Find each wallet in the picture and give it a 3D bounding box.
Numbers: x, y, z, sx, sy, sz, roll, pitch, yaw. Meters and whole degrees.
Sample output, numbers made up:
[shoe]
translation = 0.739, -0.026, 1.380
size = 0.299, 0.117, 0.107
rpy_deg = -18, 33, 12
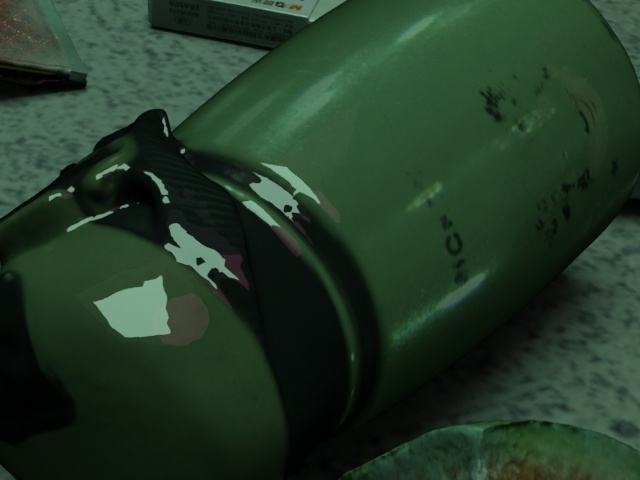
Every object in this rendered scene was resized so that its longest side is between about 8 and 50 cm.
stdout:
[wallet]
translation = -0.219, -0.160, 0.950
size = 0.103, 0.020, 0.196
rpy_deg = 2, 39, -34

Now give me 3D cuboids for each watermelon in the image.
[watermelon]
translation = 0.074, 0.128, 0.554
size = 0.098, 0.121, 0.158
rpy_deg = 11, 36, -23

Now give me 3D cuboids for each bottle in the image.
[bottle]
translation = -0.001, -0.001, 0.663
size = 0.168, 0.168, 0.347
rpy_deg = 25, 39, 26

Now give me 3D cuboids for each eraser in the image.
[eraser]
translation = -0.046, -0.149, 0.983
size = 0.122, 0.029, 0.052
rpy_deg = 12, 37, 11

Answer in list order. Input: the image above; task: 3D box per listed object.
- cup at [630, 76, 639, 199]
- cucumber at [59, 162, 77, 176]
[cup]
translation = 0.163, -0.061, 0.863
size = 0.116, 0.074, 0.104
rpy_deg = 9, 7, 0
[cucumber]
translation = -0.088, -0.012, 0.787
size = 0.135, 0.034, 0.033
rpy_deg = 25, 45, 26
